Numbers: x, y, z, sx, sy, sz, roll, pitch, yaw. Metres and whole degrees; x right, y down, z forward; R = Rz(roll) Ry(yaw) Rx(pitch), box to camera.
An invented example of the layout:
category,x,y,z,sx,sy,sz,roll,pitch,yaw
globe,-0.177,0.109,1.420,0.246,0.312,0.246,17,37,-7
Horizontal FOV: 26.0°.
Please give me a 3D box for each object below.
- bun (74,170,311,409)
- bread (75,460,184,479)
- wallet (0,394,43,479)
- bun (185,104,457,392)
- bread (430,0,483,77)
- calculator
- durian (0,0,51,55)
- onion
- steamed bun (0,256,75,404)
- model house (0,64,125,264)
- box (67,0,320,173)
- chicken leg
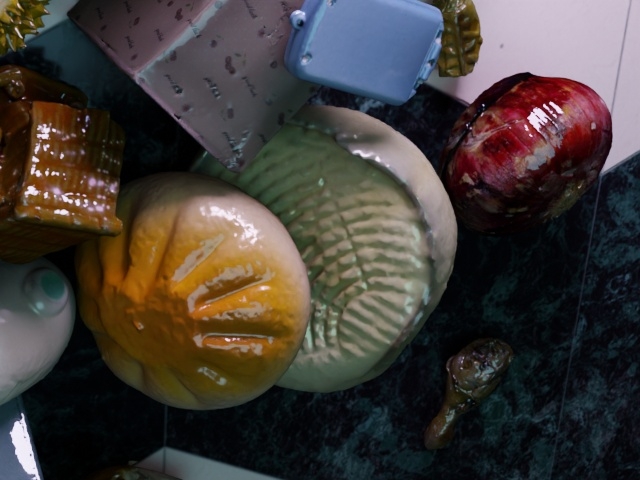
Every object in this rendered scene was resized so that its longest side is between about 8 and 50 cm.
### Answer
category,x,y,z,sx,sy,sz,roll,pitch,yaw
bun,-0.167,0.069,1.598,0.165,0.298,0.299,-40,140,-60
bread,-0.257,0.403,1.759,0.225,0.279,0.250,43,97,-17
wallet,-0.478,0.228,1.581,0.290,0.251,0.054,-8,156,-24
bun,0.000,-0.004,1.713,0.364,0.202,0.364,6,112,15
bread,0.175,-0.270,1.795,0.066,0.060,0.110,-9,119,9
calculator,0.049,-0.215,1.492,0.210,0.039,0.121,9,110,-40
durian,-0.344,-0.314,1.449,0.138,0.183,0.250,-10,131,-50
onion,0.268,-0.115,1.836,0.246,0.190,0.246,-30,152,-18
steamed bun,-0.380,0.087,1.579,0.228,0.177,0.131,-38,150,-41
model house,-0.342,-0.078,1.510,0.199,0.229,0.220,25,99,-40
box,-0.090,-0.268,1.552,0.297,0.225,0.190,-47,127,0
chicken leg,0.207,0.226,2.047,0.085,0.069,0.198,6,118,-55
